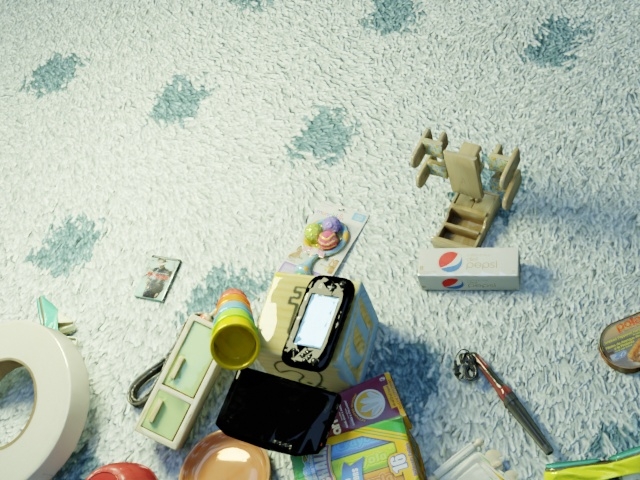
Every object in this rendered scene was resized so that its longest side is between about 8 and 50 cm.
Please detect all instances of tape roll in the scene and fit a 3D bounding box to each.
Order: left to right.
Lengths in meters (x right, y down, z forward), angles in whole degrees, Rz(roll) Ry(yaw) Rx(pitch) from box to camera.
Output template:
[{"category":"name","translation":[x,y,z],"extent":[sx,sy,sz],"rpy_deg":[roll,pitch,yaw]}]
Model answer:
[{"category":"tape roll","translation":[-0.698,0.374,1.789],"extent":[0.392,0.072,0.392],"rpy_deg":[-9,67,21]}]

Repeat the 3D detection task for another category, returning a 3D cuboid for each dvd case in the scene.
[{"category":"dvd case","translation":[-0.404,0.094,1.971],"extent":[0.087,0.013,0.119],"rpy_deg":[9,60,23]}]

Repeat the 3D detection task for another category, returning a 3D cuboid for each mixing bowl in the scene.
[{"category":"mixing bowl","translation":[-0.432,0.534,1.639],"extent":[0.181,0.098,0.181],"rpy_deg":[-9,55,13]}]

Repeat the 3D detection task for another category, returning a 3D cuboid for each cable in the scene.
[{"category":"cable","translation":[-0.331,0.256,1.800],"extent":[0.287,0.072,0.139],"rpy_deg":[-31,62,-6]}]

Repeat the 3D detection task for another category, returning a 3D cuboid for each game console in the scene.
[{"category":"game console","translation":[-0.044,0.226,1.522],"extent":[0.213,0.044,0.361],"rpy_deg":[11,64,23]}]

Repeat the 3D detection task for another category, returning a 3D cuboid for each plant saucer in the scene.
[{"category":"plant saucer","translation":[-0.193,0.489,1.629],"extent":[0.200,0.037,0.200],"rpy_deg":[-8,55,12]}]

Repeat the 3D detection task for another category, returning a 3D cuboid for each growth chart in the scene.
[{"category":"growth chart","translation":[0.311,0.482,1.443],"extent":[0.172,0.021,0.237],"rpy_deg":[-19,54,-28]}]

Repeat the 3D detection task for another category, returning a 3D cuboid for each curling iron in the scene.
[{"category":"curling iron","translation":[0.359,0.318,1.566],"extent":[0.068,0.035,0.274],"rpy_deg":[-40,54,-5]}]

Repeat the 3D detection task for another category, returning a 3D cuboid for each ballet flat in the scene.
[{"category":"ballet flat","translation":[-0.634,0.236,1.922],"extent":[0.087,0.083,0.247],"rpy_deg":[-8,52,-17]},{"category":"ballet flat","translation":[0.523,0.422,1.432],"extent":[0.231,0.077,0.077],"rpy_deg":[-15,76,11]}]

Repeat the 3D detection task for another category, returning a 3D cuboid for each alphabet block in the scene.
[{"category":"alphabet block","translation":[-0.006,0.197,1.668],"extent":[0.197,0.192,0.193],"rpy_deg":[5,58,22]}]

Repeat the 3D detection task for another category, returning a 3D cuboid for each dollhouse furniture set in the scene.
[{"category":"dollhouse furniture set","translation":[0.309,-0.095,1.726],"extent":[0.212,0.242,0.161],"rpy_deg":[18,65,27]}]

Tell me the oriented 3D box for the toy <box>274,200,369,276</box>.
[{"category":"toy","translation":[0.000,0.000,1.878],"extent":[0.137,0.056,0.237],"rpy_deg":[19,65,26]}]

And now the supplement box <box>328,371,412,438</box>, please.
[{"category":"supplement box","translation":[0.077,0.358,1.602],"extent":[0.188,0.081,0.104],"rpy_deg":[-23,54,2]}]

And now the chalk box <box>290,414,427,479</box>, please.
[{"category":"chalk box","translation":[0.054,0.474,1.474],"extent":[0.289,0.180,0.179],"rpy_deg":[-19,54,6]}]

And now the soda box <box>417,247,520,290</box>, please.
[{"category":"soda box","translation":[0.323,0.063,1.725],"extent":[0.216,0.069,0.074],"rpy_deg":[-1,57,18]}]

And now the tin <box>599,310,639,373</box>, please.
[{"category":"tin","translation":[0.642,0.192,1.559],"extent":[0.190,0.040,0.106],"rpy_deg":[-22,58,3]}]

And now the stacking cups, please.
[{"category":"stacking cups","translation":[-0.169,0.163,1.617],"extent":[0.096,0.096,0.316],"rpy_deg":[-24,13,1]}]

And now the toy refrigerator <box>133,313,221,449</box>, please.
[{"category":"toy refrigerator","translation":[-0.287,0.302,1.698],"extent":[0.102,0.094,0.269],"rpy_deg":[25,79,5]}]
